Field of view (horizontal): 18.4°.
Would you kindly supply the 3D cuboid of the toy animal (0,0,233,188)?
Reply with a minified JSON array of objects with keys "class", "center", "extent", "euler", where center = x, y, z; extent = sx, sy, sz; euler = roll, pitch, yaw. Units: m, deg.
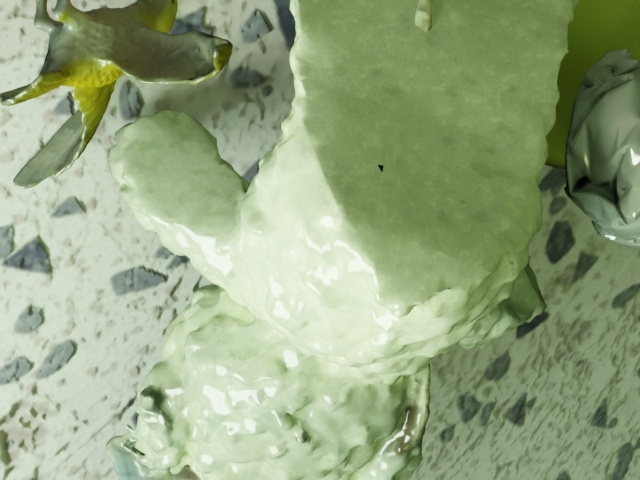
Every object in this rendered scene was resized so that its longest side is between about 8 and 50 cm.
[{"class":"toy animal","center":[-0.130,-0.133,1.206],"extent":[0.095,0.219,0.155],"euler":[27,63,-32]}]

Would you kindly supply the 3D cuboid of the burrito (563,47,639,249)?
[{"class":"burrito","center":[0.293,-0.038,1.468],"extent":[0.101,0.139,0.445],"euler":[-36,156,22]}]

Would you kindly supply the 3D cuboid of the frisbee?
[{"class":"frisbee","center":[0.230,-0.159,1.522],"extent":[0.236,0.017,0.236],"euler":[-14,122,-22]}]

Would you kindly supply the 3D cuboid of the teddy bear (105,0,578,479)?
[{"class":"teddy bear","center":[0.000,0.000,1.367],"extent":[0.327,0.375,0.362],"euler":[12,153,-17]}]
